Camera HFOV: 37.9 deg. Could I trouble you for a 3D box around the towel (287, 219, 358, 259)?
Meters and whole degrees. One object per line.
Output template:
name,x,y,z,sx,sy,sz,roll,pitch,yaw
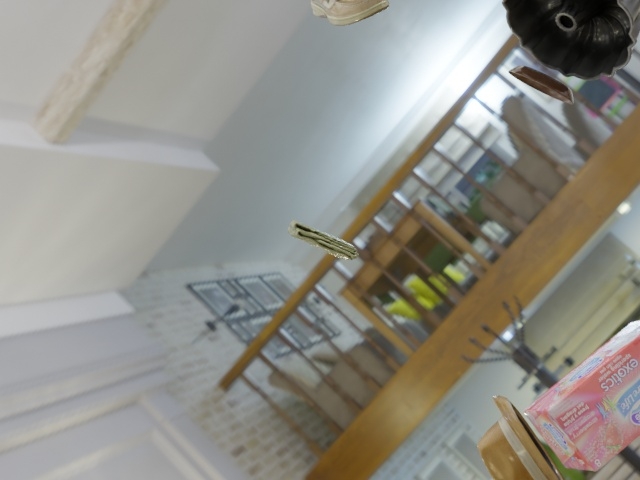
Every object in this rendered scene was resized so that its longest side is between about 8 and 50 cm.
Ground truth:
towel,0.000,0.000,1.431,0.148,0.110,0.027,-142,76,-83

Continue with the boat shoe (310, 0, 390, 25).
boat shoe,0.048,-0.529,1.991,0.109,0.098,0.302,-26,26,-12

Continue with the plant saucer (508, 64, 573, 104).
plant saucer,0.517,-0.366,2.167,0.029,0.168,0.168,-63,-16,8

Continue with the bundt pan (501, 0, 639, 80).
bundt pan,0.582,-0.527,2.095,0.124,0.331,0.331,-49,-12,-22

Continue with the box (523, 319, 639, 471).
box,0.554,0.285,1.751,0.300,0.142,0.154,-36,-5,-12

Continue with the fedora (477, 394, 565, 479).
fedora,0.280,0.313,1.322,0.079,0.194,0.194,-35,-12,7
